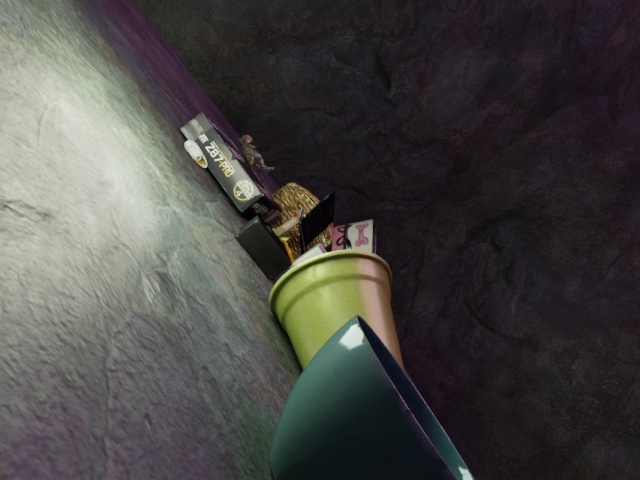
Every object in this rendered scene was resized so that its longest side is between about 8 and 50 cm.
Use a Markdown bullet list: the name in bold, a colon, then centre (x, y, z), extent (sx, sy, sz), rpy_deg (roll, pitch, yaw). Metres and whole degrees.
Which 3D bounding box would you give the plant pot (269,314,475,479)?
- **plant pot**: centre (0.050, 0.269, 0.747), extent (0.290, 0.195, 0.290), rpy_deg (55, 3, -5)

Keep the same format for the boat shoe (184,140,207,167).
- **boat shoe**: centre (-0.346, -0.239, 1.634), extent (0.035, 0.035, 0.100), rpy_deg (54, -5, 35)

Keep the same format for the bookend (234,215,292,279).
- **bookend**: centre (-0.158, 0.001, 1.556), extent (0.157, 0.072, 0.156), rpy_deg (53, 3, -24)

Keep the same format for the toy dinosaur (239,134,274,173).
- **toy dinosaur**: centre (-0.224, -0.279, 1.993), extent (0.118, 0.064, 0.268), rpy_deg (46, 7, -29)

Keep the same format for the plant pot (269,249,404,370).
- **plant pot**: centre (0.051, 0.203, 1.194), extent (0.276, 0.275, 0.254), rpy_deg (51, 17, -48)

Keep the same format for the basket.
- **basket**: centre (-0.068, -0.066, 2.285), extent (0.299, 0.213, 0.223), rpy_deg (56, 4, 9)

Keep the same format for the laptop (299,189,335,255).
- **laptop**: centre (0.000, 0.000, 2.004), extent (0.136, 0.264, 0.234), rpy_deg (41, -19, 16)

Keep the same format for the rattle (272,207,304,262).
- **rattle**: centre (-0.086, -0.019, 2.012), extent (0.142, 0.130, 0.199), rpy_deg (43, 24, 5)

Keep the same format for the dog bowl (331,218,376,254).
- **dog bowl**: centre (0.111, 0.122, 2.066), extent (0.408, 0.150, 0.409), rpy_deg (3, 90, -88)

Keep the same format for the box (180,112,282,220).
- **box**: centre (-0.273, -0.215, 1.893), extent (0.318, 0.097, 0.395), rpy_deg (52, 2, 7)

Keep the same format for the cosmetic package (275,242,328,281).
- **cosmetic package**: centre (-0.022, 0.114, 1.671), extent (0.152, 0.151, 0.184), rpy_deg (55, 4, -1)
